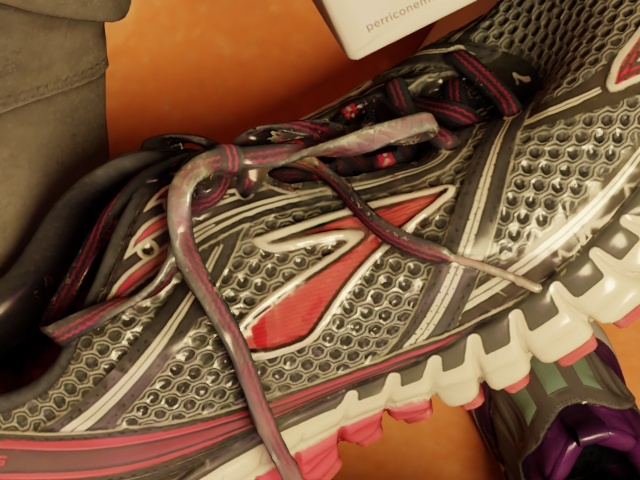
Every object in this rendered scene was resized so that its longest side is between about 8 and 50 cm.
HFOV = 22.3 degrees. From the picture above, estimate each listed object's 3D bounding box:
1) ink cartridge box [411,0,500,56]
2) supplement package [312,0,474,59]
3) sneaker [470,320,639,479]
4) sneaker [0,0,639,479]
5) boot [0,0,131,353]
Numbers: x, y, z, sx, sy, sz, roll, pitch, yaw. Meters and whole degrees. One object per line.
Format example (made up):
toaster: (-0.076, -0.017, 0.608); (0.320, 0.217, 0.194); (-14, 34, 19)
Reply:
ink cartridge box: (0.114, -0.059, 0.583); (0.135, 0.056, 0.099); (27, 110, -23)
supplement package: (0.005, -0.200, 0.438); (0.134, 0.139, 0.244); (-27, 119, 2)
sneaker: (0.123, 0.134, 0.663); (0.083, 0.098, 0.223); (-29, 119, 4)
sneaker: (0.000, 0.000, 0.476); (0.299, 0.121, 0.112); (-38, 120, 1)
boot: (-0.214, -0.074, 0.487); (0.338, 0.118, 0.222); (1, 115, -25)
